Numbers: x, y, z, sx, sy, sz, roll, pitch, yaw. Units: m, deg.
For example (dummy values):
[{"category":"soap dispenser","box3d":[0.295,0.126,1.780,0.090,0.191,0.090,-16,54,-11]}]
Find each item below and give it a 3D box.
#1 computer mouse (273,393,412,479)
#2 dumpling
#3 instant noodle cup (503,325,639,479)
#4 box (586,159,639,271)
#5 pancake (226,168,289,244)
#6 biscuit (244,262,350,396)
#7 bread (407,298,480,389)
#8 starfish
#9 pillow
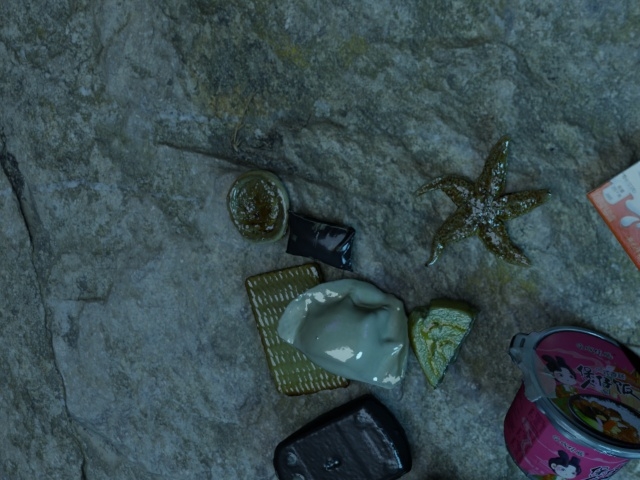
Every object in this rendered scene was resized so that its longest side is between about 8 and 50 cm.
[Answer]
[{"category":"computer mouse","box3d":[0.044,0.410,1.676,0.269,0.100,0.170,-31,92,24]},{"category":"dumpling","box3d":[0.053,0.160,1.602,0.252,0.131,0.179,19,87,14]},{"category":"instant noodle cup","box3d":[0.409,0.289,1.403,0.302,0.258,0.181,35,129,16]},{"category":"box","box3d":[0.595,-0.033,1.329,0.265,0.048,0.273,-37,83,28]},{"category":"pancake","box3d":[-0.119,-0.063,1.691,0.152,0.025,0.151,5,102,26]},{"category":"biscuit","box3d":[-0.042,0.177,1.706,0.172,0.029,0.254,-13,95,28]},{"category":"bread","box3d":[0.200,0.169,1.540,0.110,0.103,0.156,27,103,9]},{"category":"starfish","box3d":[0.278,-0.049,1.477,0.236,0.062,0.277,36,113,14]},{"category":"pillow","box3d":[0.000,0.000,1.634,0.150,0.048,0.090,15,102,25]}]
